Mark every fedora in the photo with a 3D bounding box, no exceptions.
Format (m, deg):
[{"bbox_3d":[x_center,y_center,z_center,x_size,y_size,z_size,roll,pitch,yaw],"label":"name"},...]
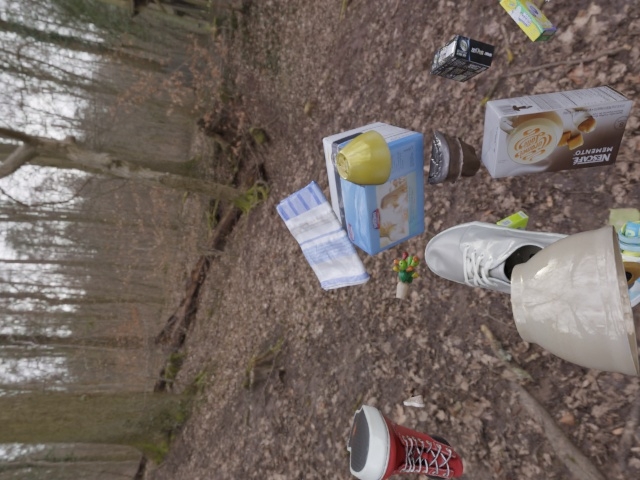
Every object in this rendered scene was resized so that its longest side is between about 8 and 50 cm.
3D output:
[{"bbox_3d":[0.690,0.074,1.009,0.194,0.194,0.079,119,152,-52],"label":"fedora"}]

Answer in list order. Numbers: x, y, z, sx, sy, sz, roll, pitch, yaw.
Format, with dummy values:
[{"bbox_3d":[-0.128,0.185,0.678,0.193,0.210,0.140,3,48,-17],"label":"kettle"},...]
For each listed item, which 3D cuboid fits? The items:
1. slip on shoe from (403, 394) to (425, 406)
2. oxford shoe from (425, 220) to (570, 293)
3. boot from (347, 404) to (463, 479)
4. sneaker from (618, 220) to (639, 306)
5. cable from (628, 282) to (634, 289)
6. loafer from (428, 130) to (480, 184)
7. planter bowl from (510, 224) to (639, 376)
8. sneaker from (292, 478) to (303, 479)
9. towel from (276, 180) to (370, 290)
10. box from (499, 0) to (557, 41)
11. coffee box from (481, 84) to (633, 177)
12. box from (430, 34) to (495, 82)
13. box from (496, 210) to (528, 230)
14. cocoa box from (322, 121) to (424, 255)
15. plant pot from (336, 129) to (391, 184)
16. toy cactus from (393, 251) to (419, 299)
[{"bbox_3d":[0.357,0.609,1.542,0.135,0.051,0.041,113,160,-69],"label":"slip on shoe"},{"bbox_3d":[0.396,0.050,0.939,0.449,0.130,0.169,6,116,61],"label":"oxford shoe"},{"bbox_3d":[0.133,0.307,0.586,0.244,0.176,0.088,80,-154,-71],"label":"boot"},{"bbox_3d":[0.945,0.061,1.247,0.319,0.208,0.127,-42,22,-2],"label":"sneaker"},{"bbox_3d":[0.881,0.096,1.301,0.139,0.072,0.287,-45,0,25],"label":"cable"},{"bbox_3d":[0.364,-0.225,1.083,0.366,0.130,0.134,-46,-39,-66],"label":"loafer"},{"bbox_3d":[0.291,0.070,0.473,0.109,0.162,0.162,-10,77,38],"label":"planter bowl"},{"bbox_3d":[-0.057,0.634,0.898,0.089,0.051,0.170,-95,7,-78],"label":"sneaker"},{"bbox_3d":[0.000,0.000,1.055,0.209,0.034,0.285,-19,102,57],"label":"towel"},{"bbox_3d":[0.596,-0.656,1.171,0.179,0.105,0.043,56,141,12],"label":"box"},{"bbox_3d":[0.485,-0.227,0.856,0.098,0.246,0.141,-87,-10,-53],"label":"coffee box"},{"bbox_3d":[0.508,-0.651,1.461,0.180,0.147,0.078,-155,76,-79],"label":"box"},{"bbox_3d":[0.709,-0.018,1.521,0.178,0.109,0.042,73,169,-46],"label":"box"},{"bbox_3d":[0.178,-0.172,1.312,0.228,0.231,0.347,38,145,51],"label":"cocoa box"},{"bbox_3d":[0.095,-0.190,0.981,0.134,0.095,0.134,51,151,43],"label":"plant pot"},{"bbox_3d":[0.332,0.143,1.620,0.219,0.112,0.180,57,-131,-70],"label":"toy cactus"}]
